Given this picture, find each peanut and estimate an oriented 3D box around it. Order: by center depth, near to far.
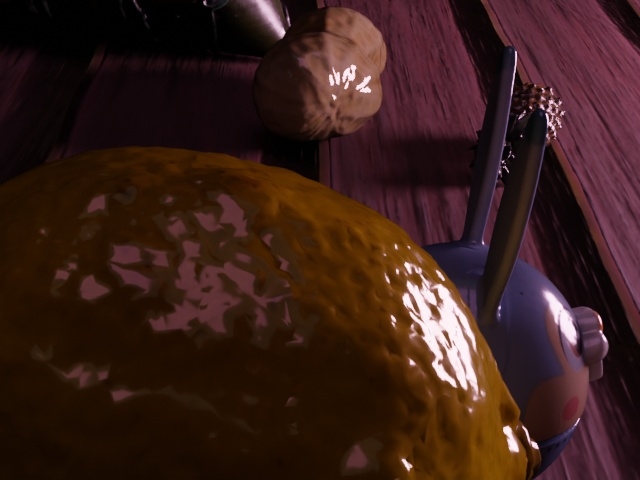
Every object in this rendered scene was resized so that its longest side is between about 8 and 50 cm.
[{"bbox_3d":[0.010,-0.175,1.305,0.125,0.111,0.274,16,27,5],"label":"peanut"}]

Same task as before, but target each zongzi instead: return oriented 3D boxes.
[{"bbox_3d":[-0.249,-0.357,1.486,0.383,0.319,0.362,-11,29,1],"label":"zongzi"}]

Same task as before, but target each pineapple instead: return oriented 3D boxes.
[{"bbox_3d":[0.192,-0.105,1.275,0.074,0.074,0.159,18,32,19],"label":"pineapple"}]

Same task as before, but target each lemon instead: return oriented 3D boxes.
[{"bbox_3d":[-0.056,0.092,0.574,0.322,0.268,0.268,19,25,-9],"label":"lemon"}]

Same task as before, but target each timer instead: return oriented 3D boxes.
[{"bbox_3d":[0.108,0.041,0.757,0.175,0.255,0.175,29,20,-12],"label":"timer"}]
